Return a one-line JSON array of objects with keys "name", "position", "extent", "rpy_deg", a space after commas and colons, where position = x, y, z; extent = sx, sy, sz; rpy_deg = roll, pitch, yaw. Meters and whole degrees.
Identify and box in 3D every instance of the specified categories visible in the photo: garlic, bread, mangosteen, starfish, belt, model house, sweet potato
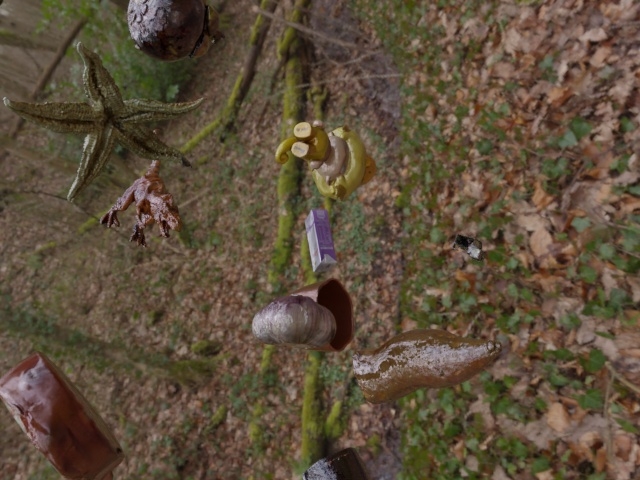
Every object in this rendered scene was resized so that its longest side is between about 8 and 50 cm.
[{"name": "garlic", "position": [-0.047, 0.154, 1.086], "extent": [0.147, 0.159, 0.101], "rpy_deg": [62, -149, -68]}, {"name": "bread", "position": [-0.542, 0.375, 1.183], "extent": [0.295, 0.114, 0.327], "rpy_deg": [45, 156, 16]}, {"name": "mangosteen", "position": [-0.320, -0.495, 1.277], "extent": [0.192, 0.217, 0.192], "rpy_deg": [-2, 88, 44]}, {"name": "starfish", "position": [-0.389, -0.234, 1.076], "extent": [0.078, 0.348, 0.357], "rpy_deg": [60, 154, 33]}, {"name": "belt", "position": [0.051, 0.711, 1.621], "extent": [0.164, 0.184, 0.289], "rpy_deg": [58, 161, 26]}, {"name": "model house", "position": [0.392, 0.021, 1.465], "extent": [0.083, 0.058, 0.057], "rpy_deg": [17, 84, 38]}, {"name": "sweet potato", "position": [0.212, 0.231, 1.111], "extent": [0.337, 0.131, 0.131], "rpy_deg": [-31, 47, 41]}]

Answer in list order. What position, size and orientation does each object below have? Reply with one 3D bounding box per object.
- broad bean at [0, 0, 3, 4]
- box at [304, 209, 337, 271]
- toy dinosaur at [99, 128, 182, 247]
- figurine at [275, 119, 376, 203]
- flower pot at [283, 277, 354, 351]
[{"name": "broad bean", "position": [-0.544, -0.472, 0.911], "extent": [0.318, 0.098, 0.055], "rpy_deg": [144, 131, -64]}, {"name": "box", "position": [0.000, 0.000, 1.095], "extent": [0.050, 0.036, 0.117], "rpy_deg": [122, 143, -56]}, {"name": "toy dinosaur", "position": [-0.419, -0.104, 1.320], "extent": [0.208, 0.097, 0.432], "rpy_deg": [-50, 42, 14]}, {"name": "figurine", "position": [0.018, -0.155, 1.077], "extent": [0.131, 0.246, 0.156], "rpy_deg": [3, 80, 29]}, {"name": "flower pot", "position": [-0.028, 0.205, 1.478], "extent": [0.173, 0.191, 0.190], "rpy_deg": [-14, 59, 30]}]
